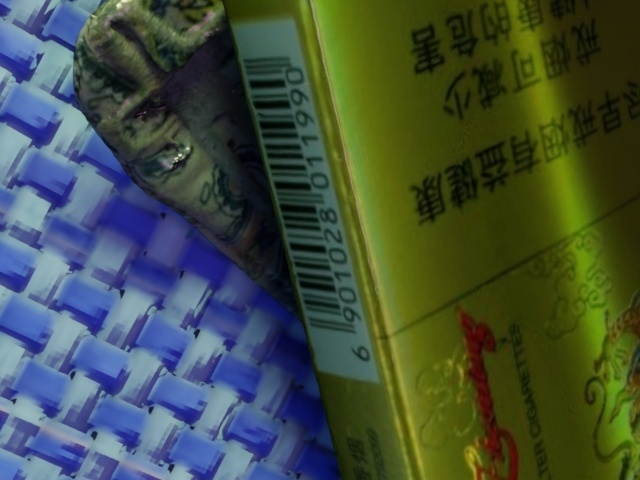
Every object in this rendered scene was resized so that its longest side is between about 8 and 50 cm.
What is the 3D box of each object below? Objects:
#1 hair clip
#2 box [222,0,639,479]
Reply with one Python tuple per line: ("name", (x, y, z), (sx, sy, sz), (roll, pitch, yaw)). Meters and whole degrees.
("hair clip", (-0.001, -0.001, 0.453), (0.066, 0.036, 0.229), (-44, 121, -7))
("box", (0.076, 0.039, 0.467), (0.173, 0.043, 0.311), (-27, 110, -37))
